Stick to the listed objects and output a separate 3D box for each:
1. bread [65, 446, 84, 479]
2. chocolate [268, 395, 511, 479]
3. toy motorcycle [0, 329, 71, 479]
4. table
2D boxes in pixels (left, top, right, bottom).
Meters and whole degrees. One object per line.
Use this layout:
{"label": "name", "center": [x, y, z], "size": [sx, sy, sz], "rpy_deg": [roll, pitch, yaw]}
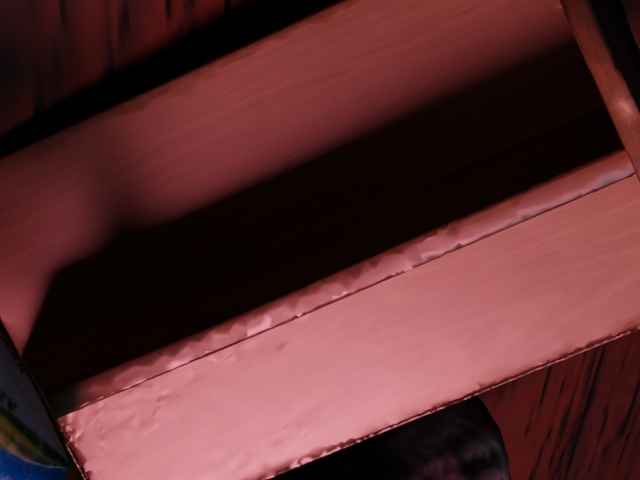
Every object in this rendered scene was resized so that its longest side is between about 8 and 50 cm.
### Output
{"label": "bread", "center": [-0.123, 0.161, 0.739], "size": [0.166, 0.112, 0.383], "rpy_deg": [-30, 146, 7]}
{"label": "chocolate", "center": [-0.001, 0.117, 0.698], "size": [0.110, 0.110, 0.248], "rpy_deg": [-51, 167, 34]}
{"label": "toy motorcycle", "center": [-0.165, -0.009, 0.467], "size": [0.135, 0.092, 0.254], "rpy_deg": [-21, 125, 19]}
{"label": "table", "center": [0.000, 0.000, 0.578], "size": [0.226, 0.167, 0.167], "rpy_deg": [-23, 147, 14]}
